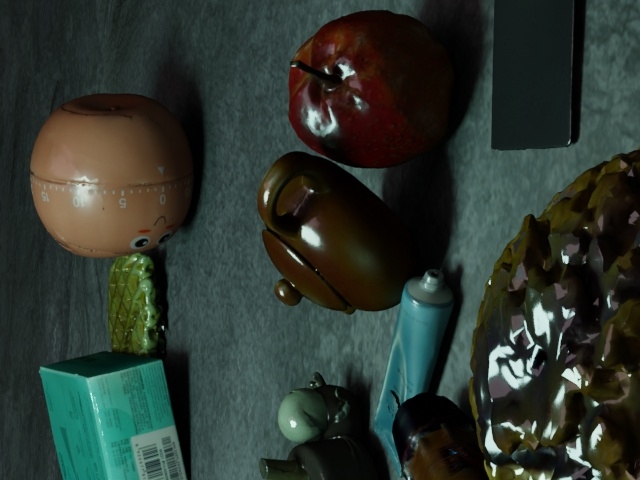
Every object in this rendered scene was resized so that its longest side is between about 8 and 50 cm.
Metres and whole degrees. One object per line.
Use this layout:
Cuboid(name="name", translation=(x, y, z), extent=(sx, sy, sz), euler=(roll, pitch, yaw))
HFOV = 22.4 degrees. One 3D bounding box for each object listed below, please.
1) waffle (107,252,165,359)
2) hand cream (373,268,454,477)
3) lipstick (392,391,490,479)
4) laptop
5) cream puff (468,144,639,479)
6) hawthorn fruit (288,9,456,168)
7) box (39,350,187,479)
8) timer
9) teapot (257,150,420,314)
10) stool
Cuboid(name="waffle", translation=(-0.281, 0.115, 2.436), extent=(0.208, 0.054, 0.214), euler=(178, 89, -65))
Cuboid(name="hand cream", translation=(0.086, 0.121, 1.551), extent=(0.083, 0.048, 0.224), euler=(-121, 34, -50))
Cuboid(name="lipstick", translation=(0.107, 0.184, 1.276), extent=(0.418, 0.077, 0.077), euler=(-129, 43, -86))
Cuboid(name="laptop", translation=(0.184, -0.175, 1.372), extent=(0.135, 0.016, 0.197), euler=(-174, 85, -67))
Cuboid(name="cream puff", translation=(0.211, 0.077, 0.992), extent=(0.343, 0.231, 0.327), euler=(-115, 31, -49))
Cuboid(name="hawthorn fruit", translation=(0.035, -0.144, 1.505), extent=(0.157, 0.194, 0.157), euler=(-2, 86, 35))
Cuboid(name="box", translation=(-0.302, 0.271, 2.335), extent=(0.311, 0.118, 0.205), euler=(174, 85, -67))
Cuboid(name="timer", translation=(-0.288, -0.089, 2.250), extent=(0.229, 0.229, 0.215), euler=(-136, 43, -62))
Cuboid(name="teapot", translation=(0.000, 0.000, 1.543), extent=(0.178, 0.252, 0.135), euler=(34, 82, 33))
Cuboid(name="stool", translation=(-0.006, 0.240, 1.660), extent=(0.125, 0.121, 0.217), euler=(140, 124, -63))
